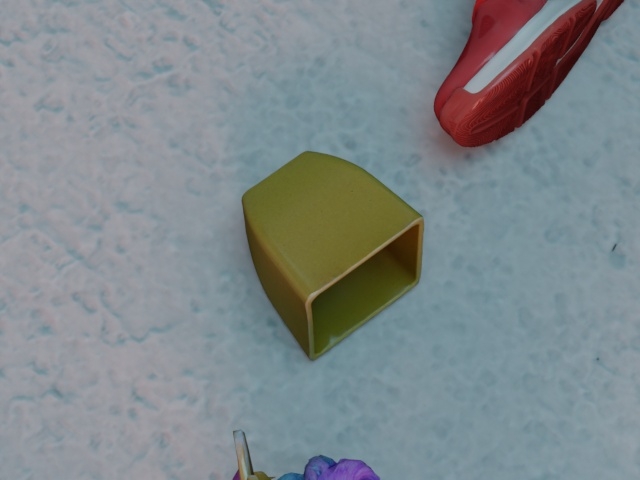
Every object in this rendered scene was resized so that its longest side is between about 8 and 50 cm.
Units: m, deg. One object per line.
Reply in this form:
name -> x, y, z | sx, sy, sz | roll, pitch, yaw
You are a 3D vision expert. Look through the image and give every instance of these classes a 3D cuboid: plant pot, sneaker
plant pot -> 0.000, 0.000, 0.885 | 0.081, 0.081, 0.083 | -35, 66, -16
sneaker -> 0.107, -0.157, 0.957 | 0.128, 0.087, 0.221 | 36, 59, 16

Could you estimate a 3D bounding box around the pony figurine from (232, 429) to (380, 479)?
pony figurine -> 0.093, 0.271, 0.719 | 0.351, 0.303, 0.363 | 0, 82, 6
